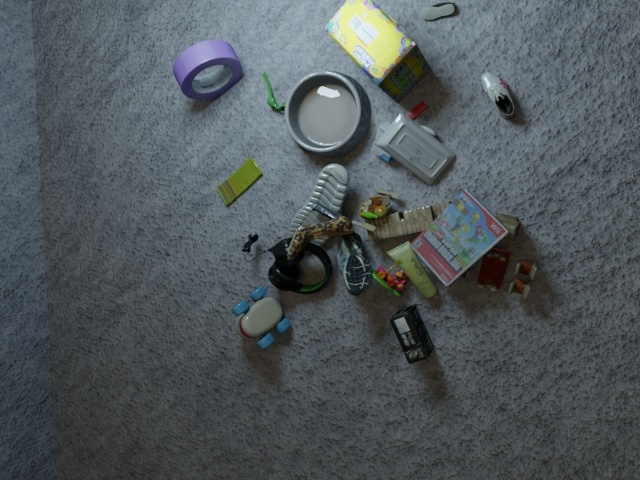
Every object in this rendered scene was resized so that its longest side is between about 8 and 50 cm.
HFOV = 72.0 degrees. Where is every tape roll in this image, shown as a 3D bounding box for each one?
[{"bbox_3d":[-0.474,-0.715,1.862,0.275,0.275,0.090,-29,82,23],"label":"tape roll"}]

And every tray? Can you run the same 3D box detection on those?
[{"bbox_3d":[0.349,-0.324,1.592,0.270,0.030,0.145,33,111,-16],"label":"tray"}]

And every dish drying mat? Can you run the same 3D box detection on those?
[{"bbox_3d":[0.361,-0.486,1.660,0.083,0.008,0.032,-40,78,22],"label":"dish drying mat"}]

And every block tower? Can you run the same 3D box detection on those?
[{"bbox_3d":[0.330,-0.069,1.664,0.335,0.097,0.091,-12,89,25],"label":"block tower"}]

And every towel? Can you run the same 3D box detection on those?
[{"bbox_3d":[-0.368,-0.267,1.994,0.237,0.021,0.102,-37,80,22],"label":"towel"}]

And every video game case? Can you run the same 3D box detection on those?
[{"bbox_3d":[0.471,-0.006,1.523,0.204,0.025,0.285,51,119,20],"label":"video game case"}]

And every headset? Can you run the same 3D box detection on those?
[{"bbox_3d":[-0.139,0.078,1.859,0.394,0.185,0.243,16,123,5],"label":"headset"}]

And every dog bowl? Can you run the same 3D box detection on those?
[{"bbox_3d":[0.017,-0.498,1.733,0.349,0.102,0.348,2,97,15],"label":"dog bowl"}]

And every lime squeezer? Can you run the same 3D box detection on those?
[{"bbox_3d":[-0.151,-0.591,1.863,0.310,0.059,0.110,36,75,18],"label":"lime squeezer"}]

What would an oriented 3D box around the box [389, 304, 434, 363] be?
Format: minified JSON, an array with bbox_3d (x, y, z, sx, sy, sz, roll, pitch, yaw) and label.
[{"bbox_3d":[0.347,0.351,1.664,0.077,0.147,0.180,-26,85,24],"label":"box"}]

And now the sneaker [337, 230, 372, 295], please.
[{"bbox_3d":[0.123,0.101,1.717,0.122,0.110,0.283,117,157,-48],"label":"sneaker"}]

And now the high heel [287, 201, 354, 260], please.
[{"bbox_3d":[0.000,0.000,1.693,0.186,0.093,0.261,31,84,9],"label":"high heel"}]

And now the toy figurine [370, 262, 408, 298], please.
[{"bbox_3d":[0.302,0.112,1.694,0.173,0.130,0.159,41,101,-8],"label":"toy figurine"}]

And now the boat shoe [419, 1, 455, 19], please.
[{"bbox_3d":[0.421,-0.831,1.587,0.125,0.038,0.046,0,137,29],"label":"boat shoe"}]

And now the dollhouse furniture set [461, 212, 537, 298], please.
[{"bbox_3d":[0.621,0.047,1.549,0.262,0.135,0.259,16,112,22],"label":"dollhouse furniture set"}]

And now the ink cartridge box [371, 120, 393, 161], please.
[{"bbox_3d":[0.252,-0.372,1.658,0.088,0.052,0.122,41,148,19],"label":"ink cartridge box"}]

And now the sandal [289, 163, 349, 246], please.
[{"bbox_3d":[0.012,-0.127,1.799,0.169,0.102,0.416,34,121,3],"label":"sandal"}]

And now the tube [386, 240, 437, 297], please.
[{"bbox_3d":[0.346,0.111,1.630,0.070,0.062,0.240,-44,111,-15],"label":"tube"}]

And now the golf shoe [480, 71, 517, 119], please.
[{"bbox_3d":[0.611,-0.503,1.506,0.067,0.086,0.186,-35,79,24],"label":"golf shoe"}]

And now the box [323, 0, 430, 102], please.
[{"bbox_3d":[0.210,-0.677,1.562,0.177,0.279,0.290,-44,76,20],"label":"box"}]

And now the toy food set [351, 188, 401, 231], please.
[{"bbox_3d":[0.205,-0.129,1.674,0.132,0.038,0.192,22,68,42],"label":"toy food set"}]

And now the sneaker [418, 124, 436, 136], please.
[{"bbox_3d":[0.351,-0.390,1.644,0.152,0.058,0.084,27,102,21],"label":"sneaker"}]

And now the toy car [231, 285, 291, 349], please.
[{"bbox_3d":[-0.296,0.357,1.957,0.219,0.210,0.238,53,141,-3],"label":"toy car"}]
